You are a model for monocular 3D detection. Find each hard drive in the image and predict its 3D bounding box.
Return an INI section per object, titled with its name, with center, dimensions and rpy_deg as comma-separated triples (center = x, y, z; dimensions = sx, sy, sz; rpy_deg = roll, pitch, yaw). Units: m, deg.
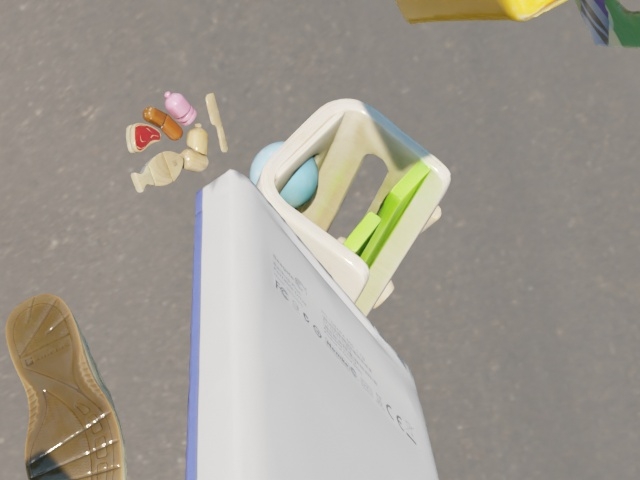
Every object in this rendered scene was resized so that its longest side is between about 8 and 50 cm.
[hard drive]
center = 0.005, 0.114, 0.656
dimensions = 0.210, 0.040, 0.318
rpy_deg = 50, 15, -26

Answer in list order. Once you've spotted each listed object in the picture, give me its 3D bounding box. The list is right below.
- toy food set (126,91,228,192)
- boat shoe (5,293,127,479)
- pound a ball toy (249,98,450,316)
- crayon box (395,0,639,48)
[toy food set]
center = -0.134, -0.092, 1.076
dimensions = 0.122, 0.019, 0.078
rpy_deg = -25, 104, -51
[boat shoe]
center = -0.273, 0.204, 1.352
dimensions = 0.109, 0.098, 0.302
rpy_deg = -23, 59, -2
[pound a ball toy]
center = 0.000, 0.000, 1.031
dimensions = 0.136, 0.319, 0.208
rpy_deg = 38, 58, 7
[crayon box]
center = 0.034, -0.195, 0.450
dimensions = 0.083, 0.203, 0.323
rpy_deg = -30, 101, -1
